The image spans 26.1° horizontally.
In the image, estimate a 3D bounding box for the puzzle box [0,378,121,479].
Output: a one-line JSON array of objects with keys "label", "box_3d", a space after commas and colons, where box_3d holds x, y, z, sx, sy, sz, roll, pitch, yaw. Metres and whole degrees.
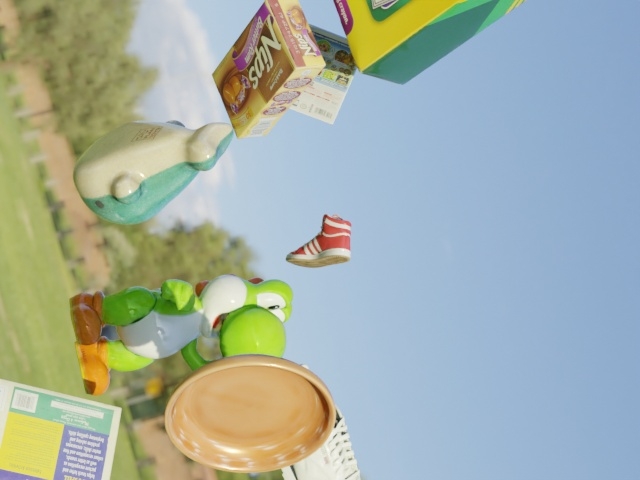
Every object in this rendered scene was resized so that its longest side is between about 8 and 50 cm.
[{"label": "puzzle box", "box_3d": [-0.499, 0.321, 1.947, 0.052, 0.409, 0.272, 127, -25, -53]}]

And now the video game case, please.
[{"label": "video game case", "box_3d": [0.000, -0.230, 1.920, 0.011, 0.087, 0.122, -94, -154, -66]}]

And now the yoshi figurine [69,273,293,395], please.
[{"label": "yoshi figurine", "box_3d": [-0.207, 0.152, 2.205, 0.203, 0.362, 0.203, 136, -57, -75]}]

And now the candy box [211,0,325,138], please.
[{"label": "candy box", "box_3d": [-0.072, -0.228, 1.845, 0.187, 0.053, 0.109, -44, -117, 52]}]

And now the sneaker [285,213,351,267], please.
[{"label": "sneaker", "box_3d": [0.000, 0.000, 1.921, 0.118, 0.042, 0.067, -8, -110, 45]}]

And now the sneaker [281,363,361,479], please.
[{"label": "sneaker", "box_3d": [0.003, 0.273, 1.778, 0.235, 0.095, 0.090, 55, 30, 6]}]

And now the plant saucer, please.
[{"label": "plant saucer", "box_3d": [-0.082, 0.198, 1.614, 0.037, 0.200, 0.200, -94, 179, -47]}]

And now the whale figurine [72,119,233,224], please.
[{"label": "whale figurine", "box_3d": [-0.254, -0.107, 2.171, 0.141, 0.272, 0.216, 65, 30, -26]}]

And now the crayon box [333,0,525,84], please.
[{"label": "crayon box", "box_3d": [0.137, -0.434, 1.744, 0.313, 0.106, 0.363, -31, -114, 34]}]
